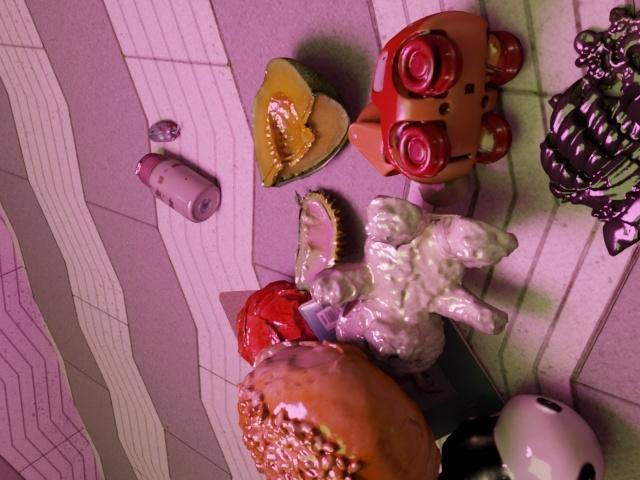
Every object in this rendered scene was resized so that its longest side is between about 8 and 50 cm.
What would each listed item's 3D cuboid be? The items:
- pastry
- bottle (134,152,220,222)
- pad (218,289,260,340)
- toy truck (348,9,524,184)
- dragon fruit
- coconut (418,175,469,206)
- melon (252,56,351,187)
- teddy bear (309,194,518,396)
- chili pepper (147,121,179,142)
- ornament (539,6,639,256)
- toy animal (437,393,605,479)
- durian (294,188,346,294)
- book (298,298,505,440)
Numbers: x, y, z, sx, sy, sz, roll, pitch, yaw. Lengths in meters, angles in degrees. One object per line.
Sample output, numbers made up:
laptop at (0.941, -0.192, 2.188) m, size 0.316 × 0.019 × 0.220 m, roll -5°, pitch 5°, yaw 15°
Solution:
pastry at (0.018, 0.354, 1.066) m, size 0.410 × 0.245 × 0.409 m, roll 36°, pitch 153°, yaw 22°
bottle at (-0.366, -0.142, 1.511) m, size 0.233 × 0.110 × 0.109 m, roll 32°, pitch 134°, yaw 27°
pad at (-0.175, 0.214, 1.633) m, size 0.266 × 0.002 × 0.176 m, roll -8°, pitch 109°, yaw 47°
toy truck at (0.150, -0.210, 0.913) m, size 0.239 × 0.189 × 0.264 m, roll 31°, pitch 127°, yaw 48°
dragon fruit at (-0.078, 0.205, 1.367) m, size 0.252 × 0.241 × 0.241 m, roll -36°, pitch 88°, yaw 28°
coconut at (0.204, -0.095, 1.006) m, size 0.082 × 0.083 × 0.081 m, roll 34°, pitch 173°, yaw 39°
melon at (-0.037, -0.238, 1.130) m, size 0.169 × 0.129 × 0.265 m, roll 67°, pitch 147°, yaw 23°
teddy bear at (0.138, 0.129, 1.006) m, size 0.328 × 0.375 × 0.362 m, roll 16°, pitch 92°, yaw 1°
chili pepper at (-0.400, -0.272, 1.514) m, size 0.153 × 0.041 × 0.050 m, roll 8°, pitch 78°, yaw 42°
ornament at (0.390, -0.146, 0.787) m, size 0.260 × 0.106 × 0.251 m, roll 51°, pitch 137°, yaw 14°
toy animal at (0.362, 0.388, 1.070) m, size 0.267 × 0.212 × 0.212 m, roll -31°, pitch 91°, yaw 28°
durian at (0.009, -0.001, 1.245) m, size 0.137 × 0.096 × 0.220 m, roll -5°, pitch 89°, yaw 36°
book at (0.159, 0.231, 1.201) m, size 0.264 × 0.031 × 0.379 m, roll -31°, pitch 93°, yaw 19°
